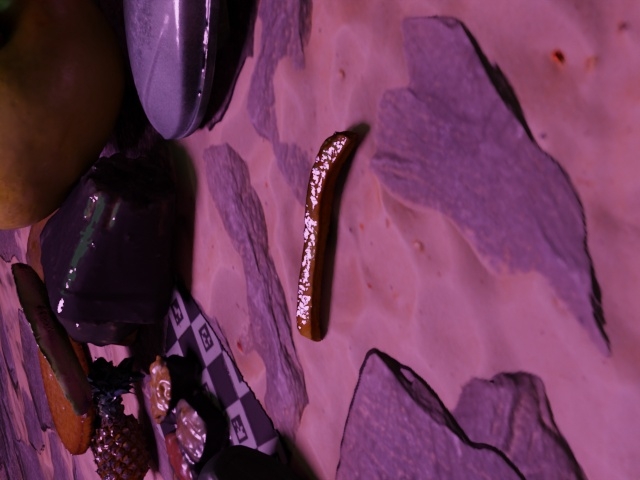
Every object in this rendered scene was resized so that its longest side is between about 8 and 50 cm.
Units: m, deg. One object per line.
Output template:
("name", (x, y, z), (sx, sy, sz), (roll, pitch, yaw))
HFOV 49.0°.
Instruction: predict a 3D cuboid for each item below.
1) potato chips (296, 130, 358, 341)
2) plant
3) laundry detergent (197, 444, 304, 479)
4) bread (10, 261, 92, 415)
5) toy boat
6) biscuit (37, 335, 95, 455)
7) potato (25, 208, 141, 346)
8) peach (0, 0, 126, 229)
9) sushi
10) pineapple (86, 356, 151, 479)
("potato chips", (0.000, 0.000, 0.590), (0.037, 0.026, 0.203), (29, 123, 32))
("plant", (-0.259, 0.021, 0.854), (0.164, 0.142, 0.256), (58, 137, 41))
("laundry detergent", (-0.077, 0.322, 0.741), (0.144, 0.078, 0.221), (30, 128, 19))
("bread", (-0.361, 0.132, 0.955), (0.228, 0.034, 0.228), (55, 158, 35))
("toy boat", (-0.136, -0.226, 0.667), (0.141, 0.092, 0.319), (51, 145, 33))
("biscuit", (-0.498, 0.272, 1.377), (0.305, 0.038, 0.305), (19, 113, 52))
("potato", (-0.372, 0.030, 1.066), (0.299, 0.116, 0.239), (53, 134, 30))
("peach", (-0.393, -0.181, 0.854), (0.316, 0.282, 0.314), (-16, 53, 67))
("sushi", (-0.160, 0.242, 0.864), (0.294, 0.059, 0.292), (47, 135, 38))
("pineapple", (-0.301, 0.280, 1.055), (0.103, 0.083, 0.221), (2, 101, 49))
